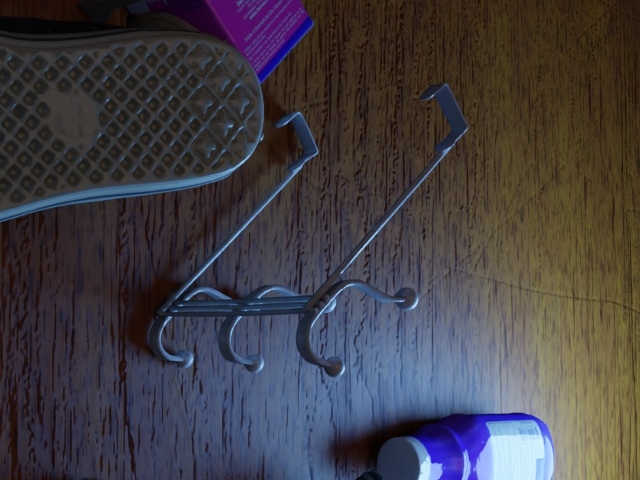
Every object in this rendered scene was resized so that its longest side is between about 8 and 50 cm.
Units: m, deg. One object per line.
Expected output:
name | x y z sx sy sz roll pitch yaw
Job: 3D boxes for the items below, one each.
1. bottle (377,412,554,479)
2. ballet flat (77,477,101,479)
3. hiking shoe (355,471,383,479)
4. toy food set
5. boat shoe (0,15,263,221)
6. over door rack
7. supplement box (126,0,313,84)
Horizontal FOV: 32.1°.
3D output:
bottle | 0.185 0.277 1.396 0.283 0.092 0.118 7 79 -46
ballet flat | -0.249 0.261 0.951 0.206 0.067 0.073 -27 107 -44
hiking shoe | 0.018 0.404 1.226 0.132 0.113 0.304 -5 99 -17
toy food set | -0.131 -0.168 1.055 0.192 0.132 0.038 54 53 -24
boat shoe | -0.287 -0.099 0.878 0.500 0.156 0.186 -6 97 -35
over door rack | 0.000 0.000 1.107 0.108 0.240 0.324 50 55 -30
supplement box | -0.124 -0.262 1.084 0.114 0.111 0.220 -53 123 -34
